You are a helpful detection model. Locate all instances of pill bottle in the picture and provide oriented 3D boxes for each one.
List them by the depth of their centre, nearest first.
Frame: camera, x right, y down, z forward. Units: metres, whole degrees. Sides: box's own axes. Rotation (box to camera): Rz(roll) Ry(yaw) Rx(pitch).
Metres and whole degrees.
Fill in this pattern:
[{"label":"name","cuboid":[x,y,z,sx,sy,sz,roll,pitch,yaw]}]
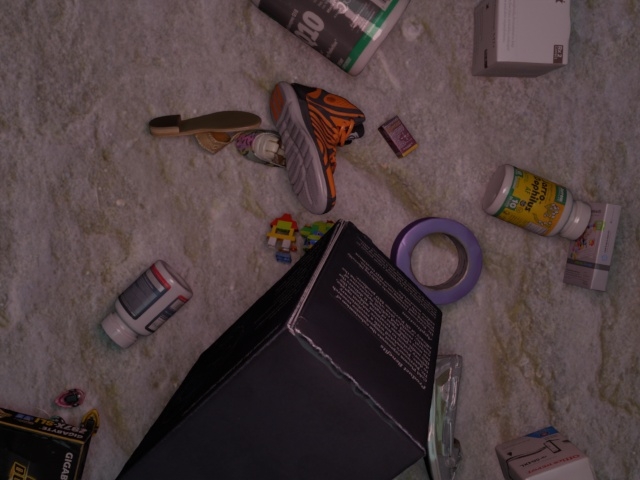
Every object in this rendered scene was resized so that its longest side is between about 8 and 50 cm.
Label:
[{"label":"pill bottle","cuboid":[-0.014,-0.517,1.527,0.361,0.204,0.204,35,90,-5]},{"label":"pill bottle","cuboid":[-0.369,0.137,1.584,0.180,0.108,0.108,-43,95,-1]},{"label":"pill bottle","cuboid":[0.471,-0.077,1.631,0.208,0.117,0.117,22,91,-5]}]

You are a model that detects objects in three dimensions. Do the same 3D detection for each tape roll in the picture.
[{"label":"tape roll","cuboid":[0.251,0.043,1.640,0.189,0.080,0.189,0,93,-5]}]

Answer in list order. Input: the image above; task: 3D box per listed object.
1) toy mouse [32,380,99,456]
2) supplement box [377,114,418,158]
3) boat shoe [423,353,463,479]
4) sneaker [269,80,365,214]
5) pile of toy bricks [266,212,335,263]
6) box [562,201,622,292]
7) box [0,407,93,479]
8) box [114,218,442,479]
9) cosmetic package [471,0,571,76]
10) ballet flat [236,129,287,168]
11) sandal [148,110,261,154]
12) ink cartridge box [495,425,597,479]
[{"label":"toy mouse","cuboid":[-0.545,0.373,1.621,0.143,0.031,0.161,12,92,-5]},{"label":"supplement box","cuboid":[0.168,-0.224,1.631,0.043,0.055,0.083,-37,96,-3]},{"label":"boat shoe","cuboid":[0.272,0.410,1.646,0.103,0.118,0.320,-5,87,0]},{"label":"sneaker","cuboid":[0.021,-0.198,1.531,0.180,0.124,0.321,-2,61,-26]},{"label":"pile of toy bricks","cuboid":[0.000,0.000,1.619,0.212,0.118,0.105,10,64,11]},{"label":"box","cuboid":[0.588,0.011,1.631,0.038,0.145,0.186,11,93,-6]},{"label":"box","cuboid":[-0.647,0.527,1.583,0.257,0.079,0.322,16,99,-3]},{"label":"box","cuboid":[-0.054,0.278,1.363,0.297,0.472,0.480,44,114,-5]},{"label":"cosmetic package","cuboid":[0.416,-0.430,1.573,0.151,0.183,0.151,1,93,-4]},{"label":"ballet flat","cuboid":[-0.073,-0.185,1.603,0.221,0.079,0.077,19,94,-5]},{"label":"sandal","cuboid":[-0.241,-0.222,1.603,0.240,0.088,0.079,-1,125,3]},{"label":"ink cartridge box","cuboid":[0.484,0.492,1.620,0.148,0.203,0.086,-18,94,-3]}]
